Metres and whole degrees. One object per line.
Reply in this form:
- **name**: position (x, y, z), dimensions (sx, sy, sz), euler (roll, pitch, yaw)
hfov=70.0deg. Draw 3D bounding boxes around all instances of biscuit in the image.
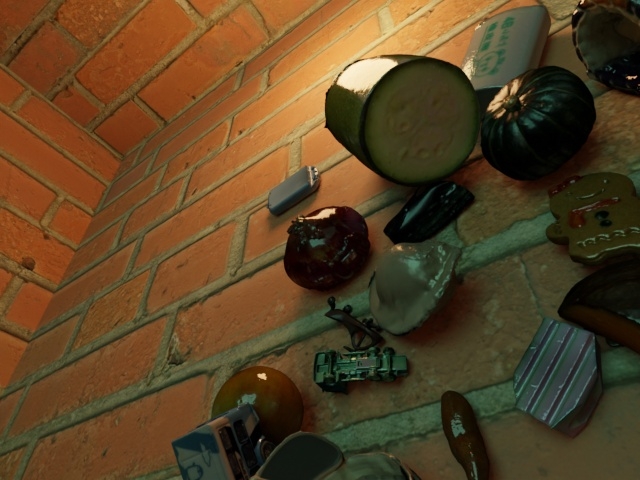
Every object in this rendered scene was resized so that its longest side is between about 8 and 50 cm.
- **biscuit**: position (0.453, -0.049, 0.747), dimensions (0.166, 0.036, 0.225), euler (-19, 32, 29)

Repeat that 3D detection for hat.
- **hat**: position (0.016, 0.391, 0.622), dimensions (0.232, 0.275, 0.160), euler (-138, 51, -77)

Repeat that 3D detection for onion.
- **onion**: position (0.000, 0.000, 1.086), dimensions (0.230, 0.163, 0.229), euler (-21, 39, 19)

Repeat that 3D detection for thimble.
- **thimble**: position (0.584, -0.383, 0.824), dimensions (0.150, 0.237, 0.237), euler (-38, 36, 4)

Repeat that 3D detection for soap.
- **soap**: position (0.336, 0.193, 0.643), dimensions (0.100, 0.056, 0.149), euler (17, 68, 54)

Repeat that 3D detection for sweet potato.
- **sweet potato**: position (0.214, 0.299, 0.663), dimensions (0.056, 0.056, 0.194), euler (-35, 28, 16)

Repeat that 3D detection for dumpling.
- **dumpling**: position (0.168, 0.095, 0.850), dimensions (0.247, 0.142, 0.172), euler (-34, 34, 56)

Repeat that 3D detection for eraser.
- **eraser**: position (0.434, -0.430, 1.115), dimensions (0.189, 0.104, 0.289), euler (3, 58, 42)

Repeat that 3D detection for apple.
- **apple**: position (-0.122, 0.326, 0.884), dimensions (0.183, 0.182, 0.155), euler (-32, 28, 20)

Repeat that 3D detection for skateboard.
- **skateboard**: position (0.063, 0.182, 0.937), dimensions (0.151, 0.067, 0.080), euler (26, 85, 49)

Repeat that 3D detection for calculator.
- **calculator**: position (-0.089, -0.158, 1.435), dimensions (0.210, 0.039, 0.121), euler (-32, 36, 20)

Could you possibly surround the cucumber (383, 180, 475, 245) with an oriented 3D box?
- **cucumber**: position (0.221, -0.066, 1.002), dimensions (0.193, 0.086, 0.115), euler (-47, 37, 11)

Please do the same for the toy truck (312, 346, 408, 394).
- **toy truck**: position (0.078, 0.245, 0.859), dimensions (0.175, 0.081, 0.067), euler (-9, 48, 16)

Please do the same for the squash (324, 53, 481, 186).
- **squash**: position (0.162, -0.297, 1.069), dimensions (0.263, 0.263, 0.384), euler (-41, 23, 7)

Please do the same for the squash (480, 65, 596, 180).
- **squash**: position (0.408, -0.219, 0.872), dimensions (0.218, 0.172, 0.218), euler (-26, 46, 31)

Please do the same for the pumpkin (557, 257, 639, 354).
- **pumpkin**: position (0.454, 0.079, 0.563), dimensions (0.169, 0.148, 0.312), euler (-50, 37, -1)

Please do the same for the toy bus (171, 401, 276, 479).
- **toy bus**: position (-0.118, 0.420, 0.715), dimensions (0.106, 0.131, 0.297), euler (-31, 72, 20)
